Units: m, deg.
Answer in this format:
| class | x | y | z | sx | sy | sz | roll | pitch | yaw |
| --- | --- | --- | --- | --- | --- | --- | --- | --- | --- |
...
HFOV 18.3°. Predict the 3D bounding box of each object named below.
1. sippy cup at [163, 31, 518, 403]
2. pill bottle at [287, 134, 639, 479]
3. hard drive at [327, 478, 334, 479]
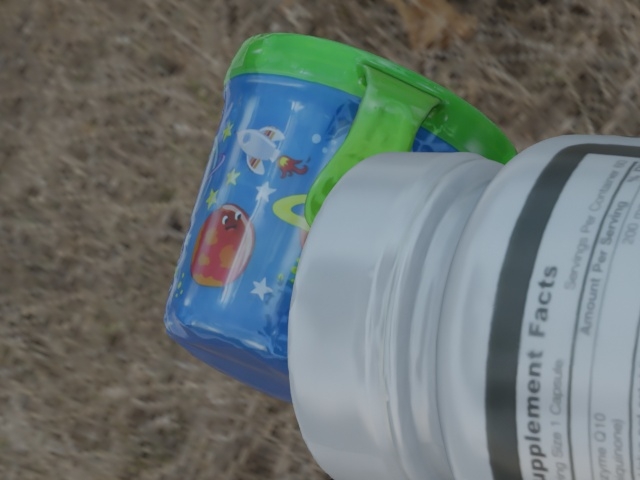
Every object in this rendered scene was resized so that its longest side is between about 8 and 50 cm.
| class | x | y | z | sx | sy | sz | roll | pitch | yaw |
| --- | --- | --- | --- | --- | --- | --- | --- | --- | --- |
| sippy cup | 0.000 | 0.000 | 1.461 | 0.240 | 0.305 | 0.224 | 16 | 74 | 31 |
| pill bottle | 0.143 | 0.044 | 0.717 | 0.283 | 0.161 | 0.161 | 5 | 76 | 31 |
| hard drive | 0.085 | 0.189 | 1.165 | 0.255 | 0.172 | 0.054 | -16 | 40 | 21 |
